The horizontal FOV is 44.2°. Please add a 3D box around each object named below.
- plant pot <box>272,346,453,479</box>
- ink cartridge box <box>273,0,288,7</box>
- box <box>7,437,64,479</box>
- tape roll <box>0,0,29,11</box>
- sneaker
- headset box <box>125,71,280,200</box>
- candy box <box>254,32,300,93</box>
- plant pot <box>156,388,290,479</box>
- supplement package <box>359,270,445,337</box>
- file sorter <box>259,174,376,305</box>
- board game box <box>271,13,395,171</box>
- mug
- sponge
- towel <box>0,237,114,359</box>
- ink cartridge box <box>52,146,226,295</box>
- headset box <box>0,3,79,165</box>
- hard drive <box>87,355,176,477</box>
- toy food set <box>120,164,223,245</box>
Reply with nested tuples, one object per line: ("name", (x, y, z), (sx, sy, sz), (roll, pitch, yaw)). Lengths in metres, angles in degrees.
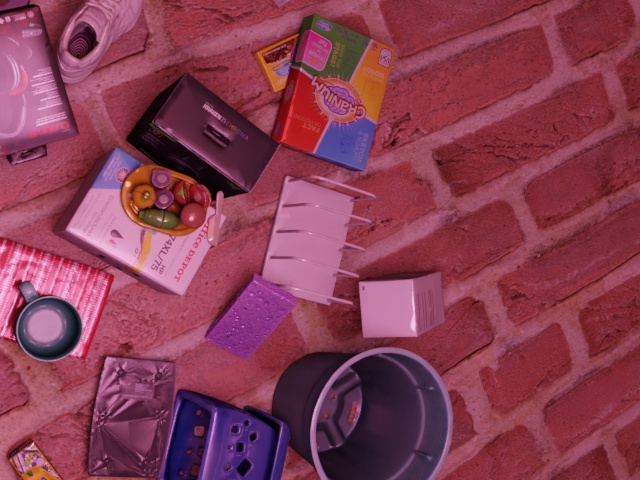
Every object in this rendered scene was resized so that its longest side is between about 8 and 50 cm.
("plant pot", (0.066, 0.394, 1.783), (0.341, 0.334, 0.341), (0, 89, -24))
("ink cartridge box", (-0.099, -0.654, 1.878), (0.109, 0.063, 0.150), (-45, 106, -19))
("box", (-0.574, 0.496, 1.635), (0.059, 0.054, 0.169), (-37, 103, -22))
("tape roll", (-0.683, -0.523, 1.593), (0.189, 0.080, 0.189), (1, 88, -25))
("sneaker", (-0.455, -0.468, 1.659), (0.114, 0.152, 0.305), (31, 75, -19))
("headset box", (-0.252, -0.210, 1.676), (0.246, 0.283, 0.131), (37, 74, -21))
("candy box", (-0.052, -0.446, 1.916), (0.206, 0.027, 0.105), (-31, 105, -22))
("plant pot", (-0.205, 0.469, 1.717), (0.212, 0.236, 0.236), (16, 81, -30))
("supplement package", (0.199, 0.150, 1.892), (0.244, 0.139, 0.134), (-6, 92, -66))
("file sorter", (0.000, 0.000, 1.851), (0.193, 0.173, 0.278), (17, 81, -24))
("board game box", (0.034, -0.353, 1.913), (0.242, 0.064, 0.317), (16, 87, -28))
("mug", (-0.552, 0.162, 1.595), (0.129, 0.097, 0.158), (6, 85, -25))
("sponge", (-0.158, 0.177, 1.780), (0.117, 0.031, 0.210), (30, 119, -20))
("towel", (-0.594, 0.122, 1.647), (0.275, 0.031, 0.199), (21, 80, -24))
("ink cartridge box", (-0.381, -0.034, 1.658), (0.270, 0.197, 0.198), (32, 76, -22))
("headset box", (-0.622, -0.297, 1.559), (0.218, 0.110, 0.293), (-19, 114, -19))
("hard drive", (-0.412, 0.382, 1.713), (0.172, 0.054, 0.255), (9, 85, -24))
("toy food set", (-0.280, -0.075, 1.557), (0.218, 0.071, 0.128), (18, 80, -25))
